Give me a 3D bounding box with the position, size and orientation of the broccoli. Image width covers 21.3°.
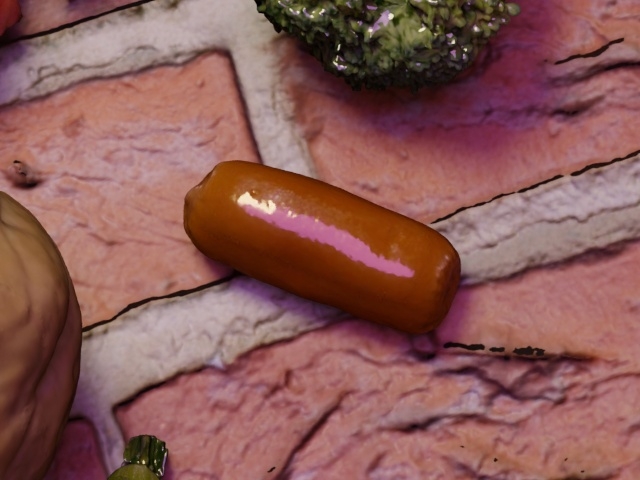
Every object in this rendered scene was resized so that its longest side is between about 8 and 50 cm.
[{"bbox_3d":[0.056,-0.268,1.439,0.288,0.235,0.260,37,100,10],"label":"broccoli"}]

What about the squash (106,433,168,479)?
[{"bbox_3d":[-0.141,0.301,1.312,0.071,0.080,0.318,-24,64,34],"label":"squash"}]

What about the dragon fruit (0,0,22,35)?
[{"bbox_3d":[-0.398,-0.211,1.434,0.305,0.226,0.305,-3,81,22],"label":"dragon fruit"}]

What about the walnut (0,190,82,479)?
[{"bbox_3d":[-0.362,0.095,1.265,0.381,0.381,0.381,-1,70,2],"label":"walnut"}]

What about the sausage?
[{"bbox_3d":[0.000,0.000,1.406,0.238,0.098,0.098,21,72,8],"label":"sausage"}]
